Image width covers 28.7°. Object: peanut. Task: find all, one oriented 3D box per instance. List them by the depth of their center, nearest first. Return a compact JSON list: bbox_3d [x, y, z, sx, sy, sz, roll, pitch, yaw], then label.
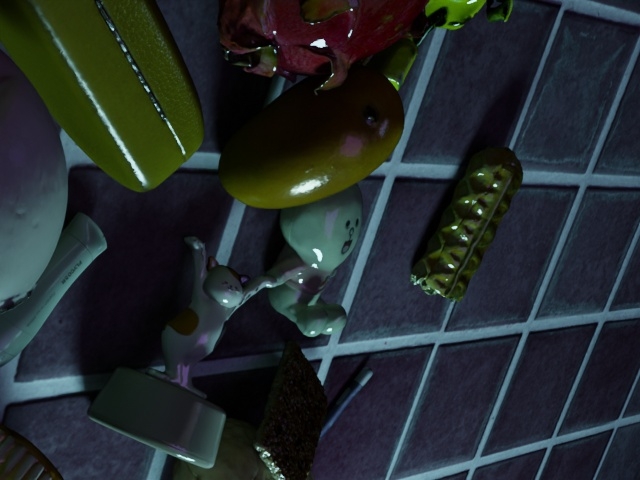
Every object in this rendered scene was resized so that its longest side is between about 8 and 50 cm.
[{"bbox_3d":[-0.114,0.352,1.803,0.340,0.158,0.174,47,42,-50],"label":"peanut"}]

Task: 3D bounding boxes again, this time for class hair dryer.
[{"bbox_3d":[-0.354,0.001,1.364,0.206,0.075,0.237,-52,136,-23],"label":"hair dryer"}]

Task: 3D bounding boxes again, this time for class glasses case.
[{"bbox_3d":[-0.233,-0.215,1.244,0.141,0.173,0.371,-46,145,-16],"label":"glasses case"}]

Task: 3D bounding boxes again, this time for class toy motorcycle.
[{"bbox_3d":[0.142,-0.320,1.658,0.206,0.142,0.342,42,78,-15],"label":"toy motorcycle"}]

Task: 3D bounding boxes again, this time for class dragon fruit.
[{"bbox_3d":[0.023,-0.319,1.443,0.315,0.250,0.250,-37,139,-33],"label":"dragon fruit"}]

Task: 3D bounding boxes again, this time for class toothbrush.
[{"bbox_3d":[-0.008,0.319,2.022,0.288,0.024,0.026,-51,130,-10],"label":"toothbrush"}]

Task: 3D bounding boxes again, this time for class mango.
[{"bbox_3d":[-0.016,-0.117,1.529,0.255,0.139,0.175,-30,-170,18],"label":"mango"}]

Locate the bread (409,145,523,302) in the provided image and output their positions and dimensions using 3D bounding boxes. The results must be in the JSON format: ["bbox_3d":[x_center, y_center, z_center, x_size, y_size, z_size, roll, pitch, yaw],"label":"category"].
[{"bbox_3d":[0.242,-0.030,2.023,0.269,0.098,0.087,-63,-174,4],"label":"bread"}]

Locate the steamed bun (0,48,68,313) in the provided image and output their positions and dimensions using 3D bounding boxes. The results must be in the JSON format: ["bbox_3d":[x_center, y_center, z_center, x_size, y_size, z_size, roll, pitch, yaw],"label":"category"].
[{"bbox_3d":[-0.374,-0.084,1.092,0.309,0.309,0.309,-30,135,-35],"label":"steamed bun"}]

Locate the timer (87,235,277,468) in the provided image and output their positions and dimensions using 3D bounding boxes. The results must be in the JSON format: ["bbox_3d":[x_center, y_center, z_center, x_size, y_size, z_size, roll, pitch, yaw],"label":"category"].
[{"bbox_3d":[-0.168,0.139,1.611,0.175,0.175,0.266,38,73,-54],"label":"timer"}]

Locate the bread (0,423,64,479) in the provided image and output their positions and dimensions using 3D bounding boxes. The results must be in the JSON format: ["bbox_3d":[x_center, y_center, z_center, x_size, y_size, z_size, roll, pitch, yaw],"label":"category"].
[{"bbox_3d":[-0.383,0.305,1.432,0.156,0.204,0.288,-59,152,-32],"label":"bread"}]

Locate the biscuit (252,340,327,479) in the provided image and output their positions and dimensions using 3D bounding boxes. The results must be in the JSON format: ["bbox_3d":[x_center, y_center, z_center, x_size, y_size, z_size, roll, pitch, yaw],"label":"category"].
[{"bbox_3d":[-0.037,0.257,1.806,0.131,0.025,0.231,62,26,-28],"label":"biscuit"}]

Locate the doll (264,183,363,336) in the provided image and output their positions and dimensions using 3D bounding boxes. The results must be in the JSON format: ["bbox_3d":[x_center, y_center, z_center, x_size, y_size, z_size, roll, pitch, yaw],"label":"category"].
[{"bbox_3d":[-0.011,-0.001,1.728,0.155,0.113,0.274,-16,119,-55],"label":"doll"}]
